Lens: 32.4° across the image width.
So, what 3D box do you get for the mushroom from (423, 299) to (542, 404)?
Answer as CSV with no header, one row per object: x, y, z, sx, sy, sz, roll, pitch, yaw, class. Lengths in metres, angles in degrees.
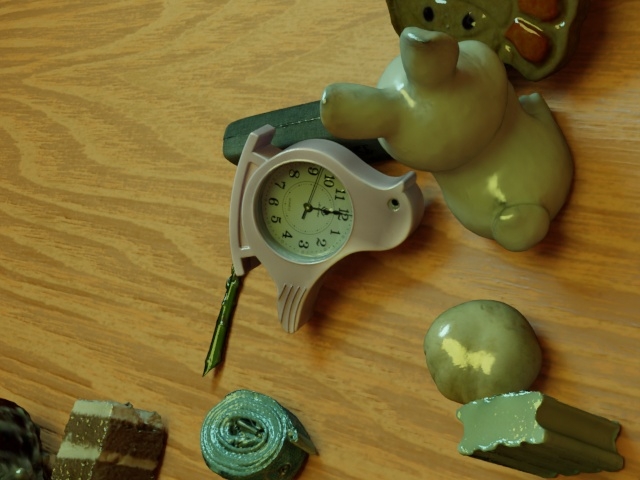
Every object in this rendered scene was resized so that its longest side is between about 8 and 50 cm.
0.208,0.150,1.413,0.154,0.122,0.154,-4,48,4,mushroom

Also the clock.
0.000,0.000,1.631,0.275,0.080,0.290,14,108,14,clock

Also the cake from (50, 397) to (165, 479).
-0.349,0.342,1.823,0.135,0.135,0.147,-9,66,43,cake

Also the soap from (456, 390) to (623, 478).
0.256,0.227,1.269,0.115,0.198,0.063,-16,63,35,soap

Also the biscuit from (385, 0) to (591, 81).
0.213,-0.363,1.533,0.359,0.074,0.381,26,121,40,biscuit

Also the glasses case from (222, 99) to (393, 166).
-0.008,-0.161,1.732,0.323,0.131,0.074,-7,71,41,glasses case

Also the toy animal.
0.170,-0.137,1.404,0.196,0.368,0.241,-37,39,22,toy animal

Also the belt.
-0.099,0.301,1.649,0.147,0.082,0.163,-45,43,5,belt

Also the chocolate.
-0.592,0.429,1.959,0.210,0.225,0.340,-24,57,19,chocolate

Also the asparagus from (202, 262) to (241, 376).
-0.154,0.115,1.819,0.034,0.027,0.236,-7,65,63,asparagus
